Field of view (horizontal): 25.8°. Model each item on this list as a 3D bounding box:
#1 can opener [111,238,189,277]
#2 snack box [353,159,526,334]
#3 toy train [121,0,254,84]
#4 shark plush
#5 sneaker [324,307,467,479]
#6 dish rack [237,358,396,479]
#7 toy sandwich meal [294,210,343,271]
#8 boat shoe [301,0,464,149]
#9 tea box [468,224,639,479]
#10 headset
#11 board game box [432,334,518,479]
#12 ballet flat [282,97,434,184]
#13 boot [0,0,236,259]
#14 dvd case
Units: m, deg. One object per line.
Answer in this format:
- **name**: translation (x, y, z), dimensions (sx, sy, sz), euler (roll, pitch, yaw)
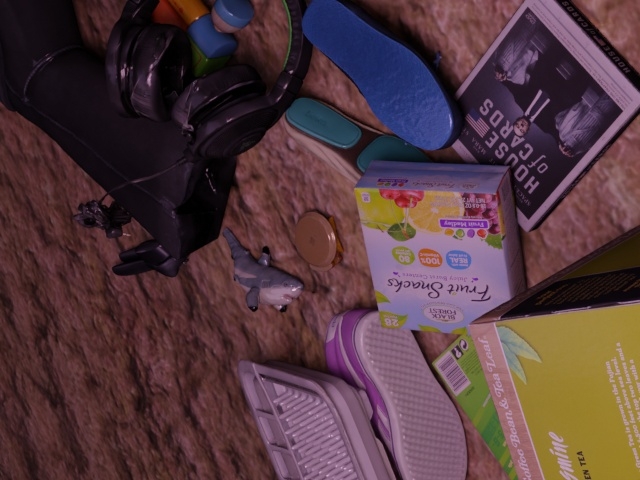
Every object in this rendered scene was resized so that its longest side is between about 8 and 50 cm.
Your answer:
- **can opener**: translation (-0.259, 0.023, 2.126), dimensions (0.073, 0.059, 0.186), euler (48, 151, -20)
- **snack box**: translation (0.145, 0.011, 1.650), dimensions (0.175, 0.070, 0.207), euler (3, 126, 25)
- **toy train**: translation (-0.199, -0.334, 1.881), dimensions (0.248, 0.105, 0.143), euler (53, 125, 14)
- **shark plush**: translation (-0.083, 0.039, 1.983), dimensions (0.067, 0.073, 0.161), euler (-57, 44, 21)
- **sneaker**: translation (0.094, 0.216, 1.853), dimensions (0.161, 0.102, 0.282), euler (-4, 108, 62)
- **dish rack**: translation (0.014, 0.289, 1.890), dimensions (0.333, 0.072, 0.285), euler (4, 116, 67)
- **toy sandwich meal**: translation (0.000, 0.000, 1.882), dimensions (0.086, 0.029, 0.085), euler (17, 115, 42)
- **boat shoe**: translation (0.090, -0.210, 1.663), dimensions (0.109, 0.089, 0.258), euler (-48, 65, 26)
- **tea box**: translation (0.383, 0.105, 1.336), dimensions (0.324, 0.329, 0.220), euler (-11, 100, 47)
- **headset**: translation (-0.176, -0.185, 1.738), dimensions (0.243, 0.185, 0.394), euler (31, 96, 15)
- **board game box**: translation (0.248, 0.223, 1.722), dimensions (0.259, 0.039, 0.124), euler (58, 137, 18)
- **ballet flat**: translation (0.055, -0.101, 1.758), dimensions (0.248, 0.086, 0.086), euler (36, 129, 30)
- **boot**: translation (-0.306, -0.223, 1.966), dimensions (0.445, 0.146, 0.367), euler (41, 151, 30)
- **dvd case**: translation (0.245, -0.147, 1.578), dimensions (0.179, 0.030, 0.238), euler (51, 134, 16)
